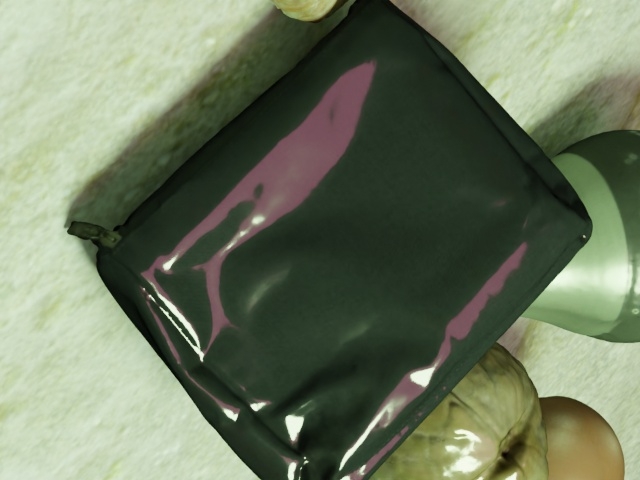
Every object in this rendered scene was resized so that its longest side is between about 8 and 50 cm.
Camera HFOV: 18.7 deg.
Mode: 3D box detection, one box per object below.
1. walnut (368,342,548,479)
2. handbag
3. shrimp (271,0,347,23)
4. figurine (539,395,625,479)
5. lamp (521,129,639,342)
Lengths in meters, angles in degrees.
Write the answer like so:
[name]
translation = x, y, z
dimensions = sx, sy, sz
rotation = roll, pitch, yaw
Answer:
[walnut]
translation = 0.078, 0.138, 1.539
dimensions = 0.178, 0.230, 0.178
rotation = -6, 103, -28
[handbag]
translation = 0.000, 0.001, 1.381
dimensions = 0.302, 0.178, 0.275
rotation = -45, 102, -9
[shrimp]
translation = -0.009, -0.224, 1.248
dimensions = 0.126, 0.047, 0.223
rotation = -55, 153, -8
[figurine]
translation = 0.109, 0.321, 1.638
dimensions = 0.248, 0.388, 0.277
rotation = 19, 137, -12
[lamp]
translation = 0.206, 0.001, 1.600
dimensions = 0.313, 0.182, 0.182
rotation = -5, 125, -39
